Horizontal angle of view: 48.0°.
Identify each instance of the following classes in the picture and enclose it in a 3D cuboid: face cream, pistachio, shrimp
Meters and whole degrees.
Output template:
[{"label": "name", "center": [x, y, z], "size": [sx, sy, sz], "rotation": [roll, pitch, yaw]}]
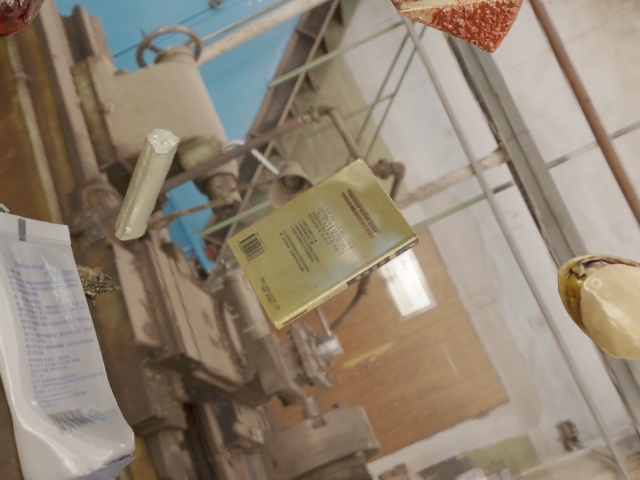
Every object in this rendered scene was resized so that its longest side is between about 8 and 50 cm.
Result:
[{"label": "face cream", "center": [-0.366, 0.161, 0.997], "size": [0.235, 0.137, 0.420], "rotation": [20, 52, -75]}, {"label": "pistachio", "center": [0.485, 0.106, 1.157], "size": [0.229, 0.157, 0.157], "rotation": [28, 18, -19]}, {"label": "shrimp", "center": [-0.544, 0.120, 1.499], "size": [0.058, 0.296, 0.169], "rotation": [38, 63, -54]}]

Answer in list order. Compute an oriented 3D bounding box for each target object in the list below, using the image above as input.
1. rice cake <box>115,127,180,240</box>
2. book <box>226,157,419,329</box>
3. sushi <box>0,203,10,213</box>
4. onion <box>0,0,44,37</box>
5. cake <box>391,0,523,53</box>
[{"label": "rice cake", "center": [-0.322, -0.098, 1.324], "size": [0.256, 0.057, 0.052], "rotation": [-58, -137, 39]}, {"label": "book", "center": [0.000, 0.000, 1.007], "size": [0.161, 0.230, 0.026], "rotation": [58, 0, 29]}, {"label": "sushi", "center": [-0.725, -0.083, 1.388], "size": [0.201, 0.139, 0.031], "rotation": [50, 8, -49]}, {"label": "onion", "center": [-0.306, -0.242, 0.638], "size": [0.131, 0.131, 0.131], "rotation": [-25, 90, -86]}, {"label": "cake", "center": [0.271, -0.496, 1.403], "size": [0.262, 0.159, 0.158], "rotation": [10, 52, -32]}]
